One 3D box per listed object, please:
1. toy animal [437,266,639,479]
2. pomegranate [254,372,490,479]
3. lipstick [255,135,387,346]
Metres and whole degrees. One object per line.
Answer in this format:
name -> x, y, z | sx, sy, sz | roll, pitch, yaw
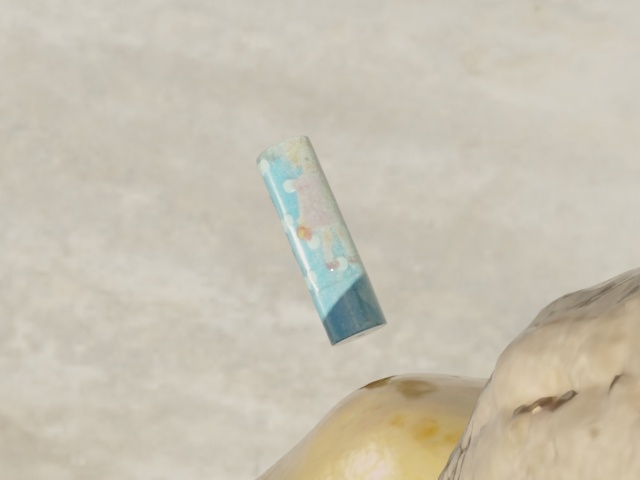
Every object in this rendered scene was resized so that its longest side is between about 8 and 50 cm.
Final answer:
toy animal -> 0.177, 0.097, 0.559 | 0.226, 0.188, 0.358 | 31, 155, -26
pomegranate -> 0.110, 0.264, 0.862 | 0.411, 0.411, 0.411 | -1, 148, -1
lipstick -> 0.000, 0.000, 1.260 | 0.048, 0.158, 0.048 | -22, 171, -4
